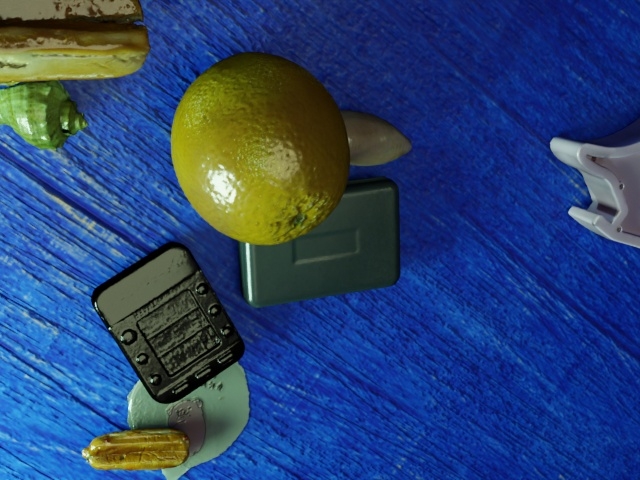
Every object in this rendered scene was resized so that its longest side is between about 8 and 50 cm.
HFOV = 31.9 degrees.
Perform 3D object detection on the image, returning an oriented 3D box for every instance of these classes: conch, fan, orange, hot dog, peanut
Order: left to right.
[{"bbox_3d":[-0.366,-0.234,1.277,0.337,0.100,0.135,-5,62,-19],"label":"hot dog"},{"bbox_3d":[-0.335,-0.154,1.337,0.121,0.074,0.089,10,111,-6],"label":"conch"},{"bbox_3d":[-0.246,0.280,1.502,0.144,0.038,0.062,0,109,-18],"label":"hot dog"},{"bbox_3d":[-0.200,0.299,1.552,0.182,0.010,0.310,13,98,-25],"label":"fan"},{"bbox_3d":[-0.074,-0.113,1.369,0.236,0.236,0.236,-6,107,-21],"label":"orange"},{"bbox_3d":[0.054,-0.136,1.499,0.152,0.076,0.076,1,104,-22],"label":"peanut"}]

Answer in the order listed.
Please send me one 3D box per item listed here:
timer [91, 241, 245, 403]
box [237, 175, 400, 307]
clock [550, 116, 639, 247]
[{"bbox_3d":[-0.200,0.110,1.476,0.144,0.055,0.187,-33,110,-15],"label":"timer"},{"bbox_3d":[0.000,0.000,1.529,0.230,0.050,0.160,-9,108,-20],"label":"box"},{"bbox_3d":[0.483,-0.126,1.682,0.290,0.080,0.275,10,100,-26],"label":"clock"}]
